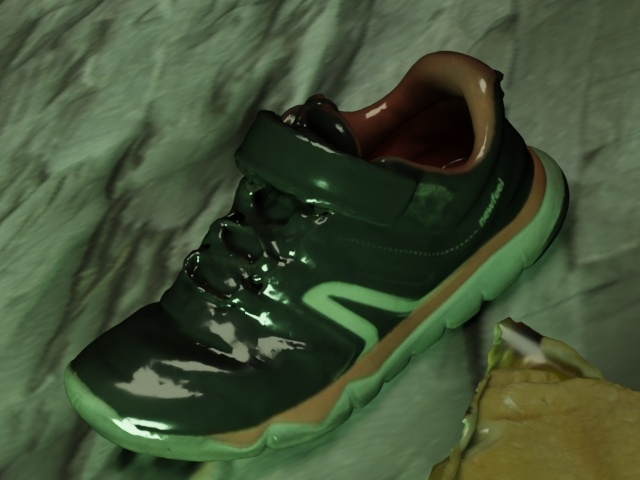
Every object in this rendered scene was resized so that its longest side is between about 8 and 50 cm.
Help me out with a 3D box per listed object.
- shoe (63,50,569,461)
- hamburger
[{"bbox_3d":[0.000,0.000,0.685,0.291,0.137,0.114,-34,40,-17],"label":"shoe"},{"bbox_3d":[0.105,0.133,0.516,0.155,0.135,0.208,7,27,5],"label":"hamburger"}]
